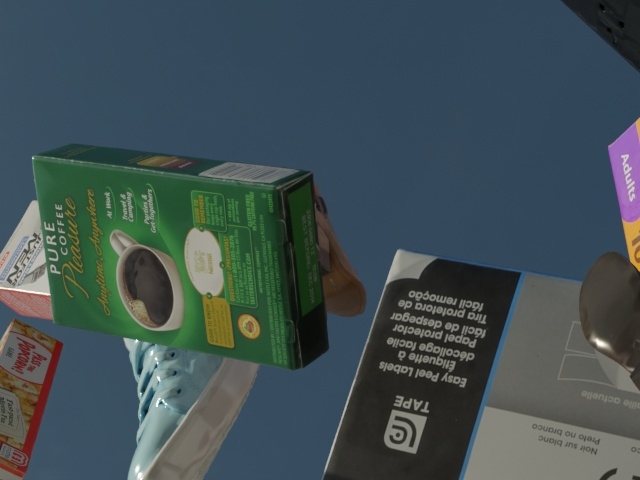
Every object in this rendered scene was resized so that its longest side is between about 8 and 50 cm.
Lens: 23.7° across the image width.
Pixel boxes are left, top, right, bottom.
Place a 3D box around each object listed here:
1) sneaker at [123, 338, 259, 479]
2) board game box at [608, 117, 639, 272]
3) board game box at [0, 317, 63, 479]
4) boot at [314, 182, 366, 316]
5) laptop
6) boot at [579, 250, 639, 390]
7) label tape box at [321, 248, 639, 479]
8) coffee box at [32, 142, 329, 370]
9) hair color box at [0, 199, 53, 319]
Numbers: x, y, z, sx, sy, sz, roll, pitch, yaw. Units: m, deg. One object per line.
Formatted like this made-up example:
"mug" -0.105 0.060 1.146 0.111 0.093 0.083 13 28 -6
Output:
"sneaker" -0.135 0.108 1.411 0.150 0.366 0.135 25 -56 -2
"board game box" 0.479 0.016 1.116 0.356 0.356 0.356 3 -25 -20
"board game box" -0.244 0.159 1.064 0.045 0.193 0.147 29 -72 -12
"boot" 0.000 0.000 1.168 0.042 0.087 0.118 -20 -31 10
"laptop" 0.357 -0.260 1.620 0.136 0.234 0.264 -33 -29 -16
"boot" 0.175 0.059 0.679 0.114 0.106 0.037 25 -64 -27
"label tape box" 0.121 0.196 0.894 0.115 0.249 0.348 51 -126 -57
"coffee box" -0.084 0.006 0.893 0.040 0.184 0.113 -31 -59 -51
"hair color box" -0.208 0.018 1.286 0.053 0.167 0.093 42 -113 -34
